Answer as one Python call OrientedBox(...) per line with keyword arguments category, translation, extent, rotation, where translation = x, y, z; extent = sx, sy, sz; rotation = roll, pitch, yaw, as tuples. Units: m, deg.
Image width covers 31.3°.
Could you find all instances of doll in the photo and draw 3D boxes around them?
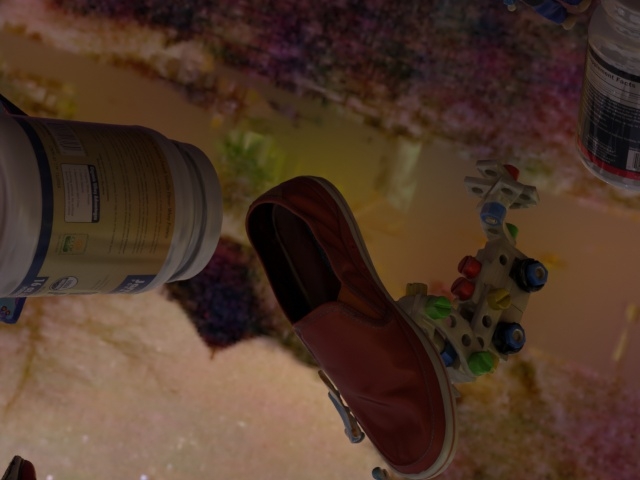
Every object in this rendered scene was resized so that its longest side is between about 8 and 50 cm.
OrientedBox(category="doll", translation=(0.362, -0.426, 1.886), extent=(0.189, 0.129, 0.046), rotation=(24, -154, -30))

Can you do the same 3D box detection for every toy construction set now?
OrientedBox(category="toy construction set", translation=(0.200, 0.057, 1.552), extent=(0.215, 0.328, 0.151), rotation=(35, 168, -21))

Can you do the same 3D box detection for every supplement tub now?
OrientedBox(category="supplement tub", translation=(0.440, -0.215, 1.491), extent=(0.191, 0.191, 0.272), rotation=(17, 136, 21))
OrientedBox(category="supplement tub", translation=(-0.306, -0.041, 1.469), extent=(0.316, 0.228, 0.228), rotation=(1, -169, -44))

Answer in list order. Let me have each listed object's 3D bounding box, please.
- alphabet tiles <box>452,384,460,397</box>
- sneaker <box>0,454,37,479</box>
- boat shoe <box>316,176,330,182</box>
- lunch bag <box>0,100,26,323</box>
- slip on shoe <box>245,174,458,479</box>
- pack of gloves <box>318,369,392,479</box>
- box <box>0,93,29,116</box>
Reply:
OrientedBox(category="alphabet tiles", translation=(0.123, 0.196, 1.817), extent=(0.198, 0.009, 0.237), rotation=(-10, 141, 29))
OrientedBox(category="sneaker", translation=(-0.388, 0.398, 1.553), extent=(0.118, 0.107, 0.279), rotation=(21, -165, -27))
OrientedBox(category="boat shoe", translation=(0.000, 0.000, 1.869), extent=(0.077, 0.219, 0.070), rotation=(-9, 173, 16))
OrientedBox(category="lunch bag", translation=(-0.474, -0.062, 1.630), extent=(0.138, 0.293, 0.221), rotation=(-1, 139, 34))
OrientedBox(category="slip on shoe", translation=(0.023, 0.086, 1.116), extent=(0.123, 0.331, 0.101), rotation=(-38, 163, 36))
OrientedBox(category="pack of gloves", translation=(0.043, 0.256, 1.319), extent=(0.195, 0.046, 0.232), rotation=(58, 178, 14))
OrientedBox(category="box", translation=(-0.562, -0.154, 1.924), extent=(0.153, 0.108, 0.207), rotation=(-21, -135, -41))
